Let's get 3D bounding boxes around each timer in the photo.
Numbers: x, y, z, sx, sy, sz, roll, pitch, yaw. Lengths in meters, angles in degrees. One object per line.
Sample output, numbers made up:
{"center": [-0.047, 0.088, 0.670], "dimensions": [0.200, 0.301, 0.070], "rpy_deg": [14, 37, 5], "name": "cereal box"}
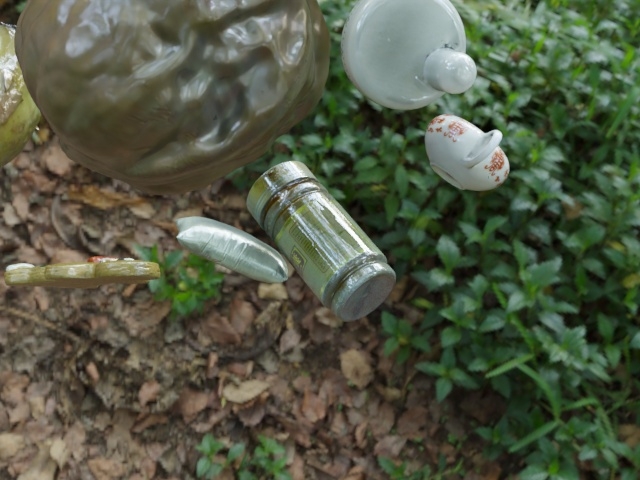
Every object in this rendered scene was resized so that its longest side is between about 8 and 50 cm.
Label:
{"center": [0.160, -0.351, 1.643], "dimensions": [0.233, 0.234, 0.240], "rpy_deg": [1, 15, -15], "name": "timer"}

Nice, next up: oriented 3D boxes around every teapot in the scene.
{"center": [0.250, -0.148, 1.516], "dimensions": [0.116, 0.245, 0.159], "rpy_deg": [-40, 102, -7], "name": "teapot"}

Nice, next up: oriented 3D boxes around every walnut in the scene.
{"center": [-0.127, -0.164, 0.787], "dimensions": [0.273, 0.273, 0.227], "rpy_deg": [-37, 92, -37], "name": "walnut"}

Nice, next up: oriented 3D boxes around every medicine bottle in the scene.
{"center": [0.000, 0.000, 1.768], "dimensions": [0.151, 0.151, 0.322], "rpy_deg": [-21, 55, -30], "name": "medicine bottle"}

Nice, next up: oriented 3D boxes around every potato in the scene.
{"center": [-0.603, -0.196, 1.494], "dimensions": [0.300, 0.289, 0.237], "rpy_deg": [17, 40, -28], "name": "potato"}

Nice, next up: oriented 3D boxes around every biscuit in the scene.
{"center": [-0.306, 0.041, 1.202], "dimensions": [0.158, 0.240, 0.035], "rpy_deg": [4, 82, -51], "name": "biscuit"}

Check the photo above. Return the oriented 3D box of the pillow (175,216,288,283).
{"center": [-0.188, 0.019, 1.879], "dimensions": [0.254, 0.078, 0.144], "rpy_deg": [23, 15, -10], "name": "pillow"}
